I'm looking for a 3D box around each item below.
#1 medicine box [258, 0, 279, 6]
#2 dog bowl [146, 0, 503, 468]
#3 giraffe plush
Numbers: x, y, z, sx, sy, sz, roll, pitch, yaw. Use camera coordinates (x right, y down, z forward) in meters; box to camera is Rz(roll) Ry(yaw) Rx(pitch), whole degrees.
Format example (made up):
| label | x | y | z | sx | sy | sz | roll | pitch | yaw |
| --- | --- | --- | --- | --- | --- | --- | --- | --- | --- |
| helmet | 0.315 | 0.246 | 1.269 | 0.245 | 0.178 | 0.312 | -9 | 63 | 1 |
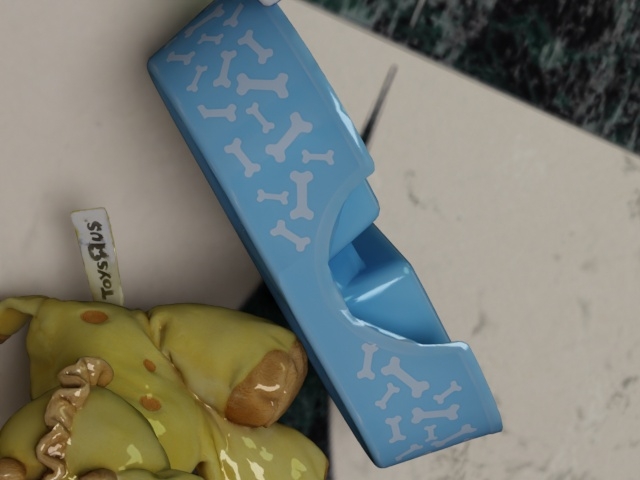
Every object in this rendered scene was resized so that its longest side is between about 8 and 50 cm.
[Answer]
| label | x | y | z | sx | sy | sz | roll | pitch | yaw |
| --- | --- | --- | --- | --- | --- | --- | --- | --- | --- |
| medicine box | -0.003 | -0.311 | 0.902 | 0.289 | 0.149 | 0.263 | -36 | 121 | 8 |
| dog bowl | 0.000 | 0.000 | 1.032 | 0.074 | 0.166 | 0.297 | -31 | 114 | -4 |
| giraffe plush | -0.103 | 0.110 | 0.965 | 0.181 | 0.170 | 0.210 | -22 | 110 | 18 |
